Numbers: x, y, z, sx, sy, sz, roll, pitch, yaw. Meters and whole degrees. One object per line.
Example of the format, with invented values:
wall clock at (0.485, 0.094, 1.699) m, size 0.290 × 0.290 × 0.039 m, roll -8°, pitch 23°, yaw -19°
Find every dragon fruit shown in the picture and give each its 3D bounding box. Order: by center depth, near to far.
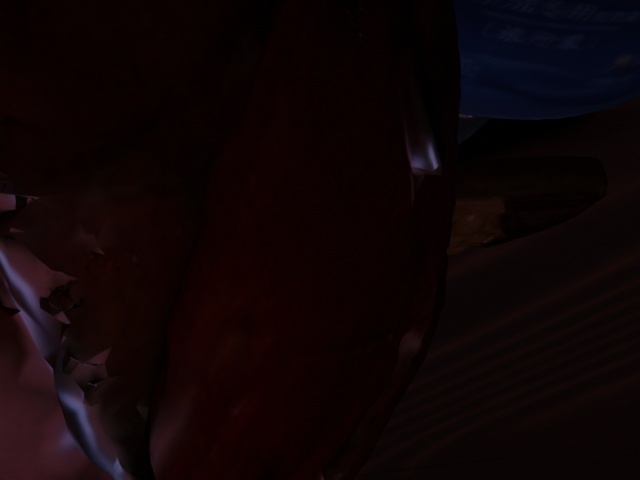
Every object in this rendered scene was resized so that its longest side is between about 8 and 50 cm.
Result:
dragon fruit at (-0.104, -0.044, 0.514) m, size 0.295 × 0.302 × 0.295 m, roll -11°, pitch 175°, yaw -1°

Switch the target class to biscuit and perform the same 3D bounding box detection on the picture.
biscuit at (0.000, 0.000, 0.922) m, size 0.280 × 0.043 × 0.183 m, roll -7°, pitch 169°, yaw 1°

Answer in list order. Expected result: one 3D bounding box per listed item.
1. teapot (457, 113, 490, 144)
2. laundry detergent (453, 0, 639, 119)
teapot at (0.055, -0.055, 0.880) m, size 0.042 × 0.043 × 0.111 m, roll 1°, pitch 161°, yaw -9°
laundry detergent at (0.104, -0.137, 0.607) m, size 0.143 × 0.094 × 0.290 m, roll 7°, pitch 157°, yaw -13°
